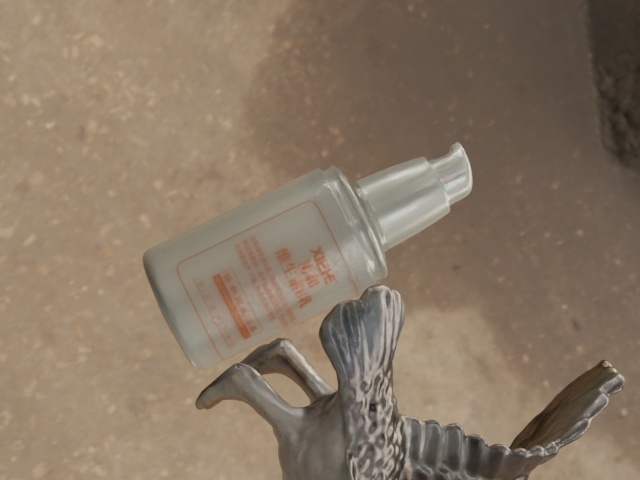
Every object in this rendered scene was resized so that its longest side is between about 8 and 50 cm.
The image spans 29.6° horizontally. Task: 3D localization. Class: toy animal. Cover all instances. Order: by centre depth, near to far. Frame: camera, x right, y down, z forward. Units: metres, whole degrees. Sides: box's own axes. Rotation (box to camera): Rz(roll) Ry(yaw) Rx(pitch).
[{"bbox_3d":[0.015,0.114,0.541,0.272,0.197,0.160,-34,91,-49],"label":"toy animal"}]

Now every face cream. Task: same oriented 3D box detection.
[{"bbox_3d":[0.000,0.000,0.901,0.251,0.101,0.101,-25,88,-3],"label":"face cream"}]
